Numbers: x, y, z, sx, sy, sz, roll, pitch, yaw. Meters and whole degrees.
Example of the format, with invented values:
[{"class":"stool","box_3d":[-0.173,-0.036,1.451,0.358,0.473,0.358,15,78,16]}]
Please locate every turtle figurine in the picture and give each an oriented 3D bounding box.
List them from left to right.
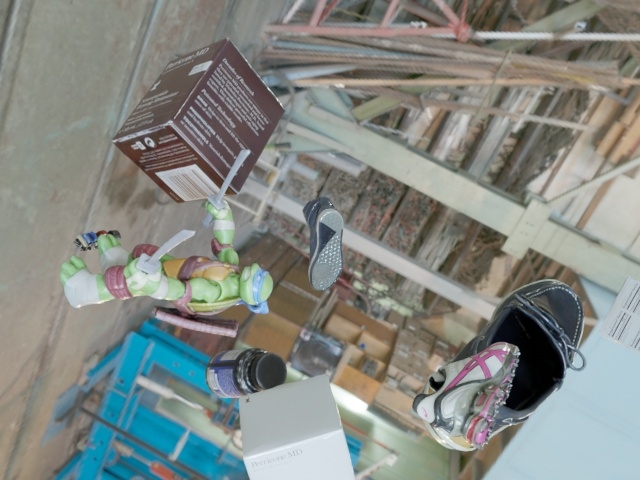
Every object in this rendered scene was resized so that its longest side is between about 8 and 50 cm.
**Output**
[{"class":"turtle figurine","box_3d":[-0.204,0.001,0.807,0.274,0.266,0.197,66,26,-51]}]

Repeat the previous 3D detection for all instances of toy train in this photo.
[{"class":"toy train","box_3d":[-0.409,-0.002,1.123,0.036,0.027,0.158,-35,-179,6]}]

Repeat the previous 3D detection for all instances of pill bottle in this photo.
[{"class":"pill bottle","box_3d":[-0.185,0.332,1.515,0.219,0.123,0.123,-15,-144,48]}]

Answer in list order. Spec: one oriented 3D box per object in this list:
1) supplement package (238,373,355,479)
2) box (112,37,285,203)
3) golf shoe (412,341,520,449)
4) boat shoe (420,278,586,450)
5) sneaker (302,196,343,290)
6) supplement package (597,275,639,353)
[{"class":"supplement package","box_3d":[-0.029,0.430,1.117,0.175,0.178,0.293,-114,-170,-67]},{"class":"box","box_3d":[-0.201,-0.195,1.022,0.168,0.167,0.203,-5,-130,41]},{"class":"golf shoe","box_3d":[0.166,0.151,0.665,0.186,0.086,0.067,-23,126,-58]},{"class":"boat shoe","box_3d":[0.371,0.195,1.081,0.500,0.187,0.156,-25,165,-42]},{"class":"sneaker","box_3d":[0.002,-0.001,1.543,0.163,0.086,0.226,-120,-144,-61]},{"class":"supplement package","box_3d":[0.769,0.204,1.344,0.194,0.203,0.149,23,95,-47]}]
